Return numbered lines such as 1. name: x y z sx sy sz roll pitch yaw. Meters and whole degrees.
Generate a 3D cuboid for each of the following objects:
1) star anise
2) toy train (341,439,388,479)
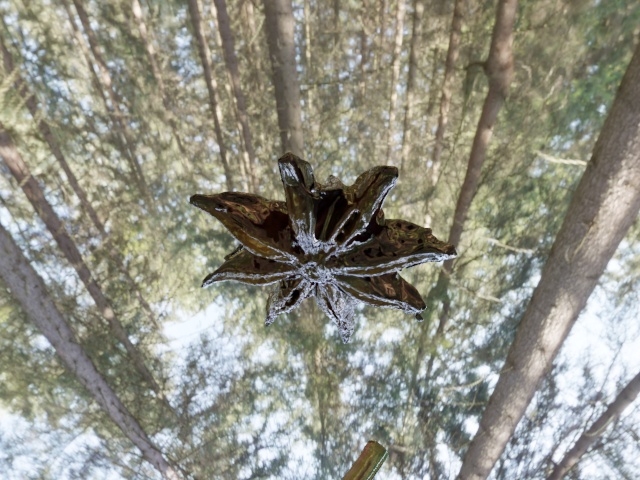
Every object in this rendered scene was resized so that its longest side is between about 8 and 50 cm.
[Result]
1. star anise: 0.000 0.000 0.583 0.272 0.272 0.102 6 -135 7
2. toy train: 0.041 0.348 0.798 0.038 0.071 0.148 36 -141 15
